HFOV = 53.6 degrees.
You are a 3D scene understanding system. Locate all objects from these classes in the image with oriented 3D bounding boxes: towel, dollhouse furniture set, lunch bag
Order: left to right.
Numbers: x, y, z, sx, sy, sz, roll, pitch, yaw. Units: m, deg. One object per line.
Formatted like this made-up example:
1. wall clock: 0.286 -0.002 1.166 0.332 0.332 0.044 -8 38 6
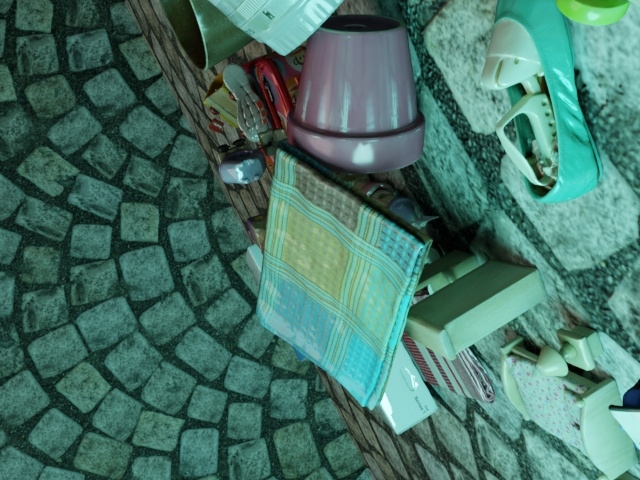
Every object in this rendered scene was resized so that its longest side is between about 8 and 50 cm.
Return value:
1. lunch bag: -0.049 -0.242 1.300 0.258 0.120 0.293 19 132 63
2. towel: 0.011 0.066 0.938 0.271 0.040 0.370 35 139 24
3. towel: 0.226 0.207 1.306 0.237 0.037 0.329 61 167 -2
4. dollhouse furniture set: 0.263 0.224 0.934 0.356 0.173 0.303 67 165 -15

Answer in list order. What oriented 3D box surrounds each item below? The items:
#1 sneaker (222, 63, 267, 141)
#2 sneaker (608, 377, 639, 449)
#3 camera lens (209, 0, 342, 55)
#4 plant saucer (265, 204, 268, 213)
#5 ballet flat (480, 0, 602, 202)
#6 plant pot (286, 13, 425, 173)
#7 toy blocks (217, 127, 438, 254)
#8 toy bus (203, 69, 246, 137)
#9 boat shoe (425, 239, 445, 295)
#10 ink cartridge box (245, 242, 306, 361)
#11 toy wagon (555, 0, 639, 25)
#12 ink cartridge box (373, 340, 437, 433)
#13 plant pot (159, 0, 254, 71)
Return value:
1. sneaker: -0.142 -0.273 1.258 0.065 0.061 0.158 -61 -48 -83
2. sneaker: 0.392 0.233 0.648 0.182 0.127 0.316 -128 25 -47
3. camera lens: -0.087 -0.398 0.779 0.274 0.219 0.219 38 174 -22
4. plant saucer: 0.000 0.000 1.376 0.041 0.277 0.278 -40 74 32
5. ballet flat: 0.210 -0.147 0.631 0.248 0.087 0.083 67 165 -15
6. plant pot: 0.051 -0.213 0.889 0.201 0.201 0.180 44 142 50
7. toy blocks: 0.015 -0.041 1.104 0.260 0.288 0.309 42 152 62
8. toy bus: -0.188 -0.343 1.595 0.202 0.190 0.105 89 -167 -58
9. boat shoe: 0.205 0.056 1.102 0.046 0.038 0.125 -10 120 31
10. ink cartridge box: -0.022 0.113 1.601 0.308 0.223 0.129 60 164 11
11. toy wagon: 0.273 -0.192 0.344 0.344 0.068 0.267 47 160 24
12. ink cartridge box: 0.150 0.329 1.550 0.202 0.117 0.278 60 171 -3
13. plant pot: -0.132 -0.421 1.024 0.215 0.230 0.215 55 163 25
